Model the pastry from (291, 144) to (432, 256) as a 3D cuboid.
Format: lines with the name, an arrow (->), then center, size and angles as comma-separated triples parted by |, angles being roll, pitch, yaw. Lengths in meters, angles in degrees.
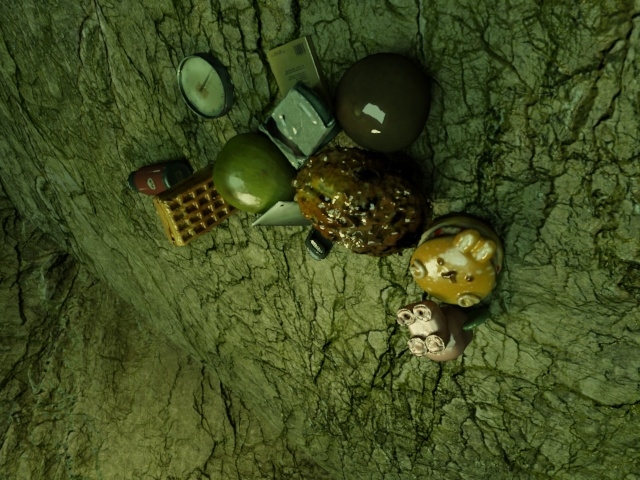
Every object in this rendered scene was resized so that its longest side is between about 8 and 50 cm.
pastry -> 0.134, -0.103, 1.146 | 0.405, 0.337, 0.292 | 23, 108, -26

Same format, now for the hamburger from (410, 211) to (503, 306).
hamburger -> 0.418, 0.061, 1.229 | 0.261, 0.186, 0.302 | 41, 133, 0

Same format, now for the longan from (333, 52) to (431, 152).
longan -> 0.157, -0.350, 1.047 | 0.258, 0.258, 0.257 | 18, 130, 23

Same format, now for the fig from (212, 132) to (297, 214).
fig -> -0.210, -0.210, 1.413 | 0.326, 0.258, 0.258 | 35, 136, -8

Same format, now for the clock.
clock -> -0.408, -0.540, 1.441 | 0.226, 0.049, 0.225 | 19, 132, 23

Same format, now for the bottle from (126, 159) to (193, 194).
bottle -> -0.719, -0.269, 1.789 | 0.336, 0.144, 0.143 | 3, 123, 34

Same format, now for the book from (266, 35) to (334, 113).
book -> -0.061, -0.488, 1.257 | 0.161, 0.026, 0.230 | -2, 121, 35

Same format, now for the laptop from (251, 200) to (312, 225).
laptop -> -0.084, -0.091, 1.424 | 0.188, 0.269, 0.015 | -33, 67, 44

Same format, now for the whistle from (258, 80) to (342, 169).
whistle -> -0.060, -0.317, 1.147 | 0.188, 0.404, 0.168 | -39, 98, 10

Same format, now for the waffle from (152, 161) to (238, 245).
waffle -> -0.468, -0.144, 1.579 | 0.098, 0.328, 0.224 | 14, 130, 31

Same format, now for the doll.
doll -> 0.403, 0.277, 1.360 | 0.284, 0.269, 0.216 | -23, 87, 41

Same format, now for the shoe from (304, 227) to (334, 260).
shoe -> 0.000, 0.000, 1.534 | 0.108, 0.093, 0.241 | 37, 133, 3
